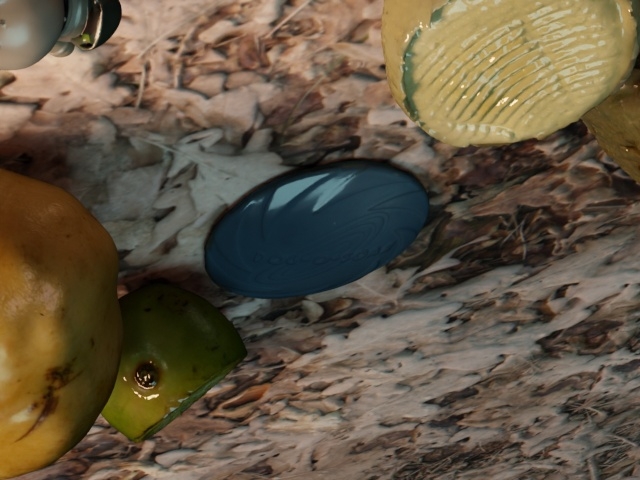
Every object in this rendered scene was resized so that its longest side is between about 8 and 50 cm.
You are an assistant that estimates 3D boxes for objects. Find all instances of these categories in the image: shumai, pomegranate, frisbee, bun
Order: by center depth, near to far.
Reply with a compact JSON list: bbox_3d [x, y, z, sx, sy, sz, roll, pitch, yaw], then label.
[{"bbox_3d":[0.176,-0.217,1.339,0.259,0.152,0.259,-6,140,-5],"label":"bun"},{"bbox_3d":[-0.354,0.078,1.398,0.333,0.332,0.332,-14,150,-8],"label":"pomegranate"},{"bbox_3d":[0.431,-0.162,1.591,0.218,0.189,0.256,-44,140,2],"label":"shumai"},{"bbox_3d":[0.001,0.005,1.714,0.289,0.049,0.289,-13,150,-8],"label":"frisbee"},{"bbox_3d":[-0.185,0.127,1.729,0.241,0.159,0.190,-32,171,-37],"label":"pomegranate"}]

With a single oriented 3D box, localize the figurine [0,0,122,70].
[{"bbox_3d":[-0.246,-0.196,1.158,0.192,0.126,0.147,-33,158,-52],"label":"figurine"}]
